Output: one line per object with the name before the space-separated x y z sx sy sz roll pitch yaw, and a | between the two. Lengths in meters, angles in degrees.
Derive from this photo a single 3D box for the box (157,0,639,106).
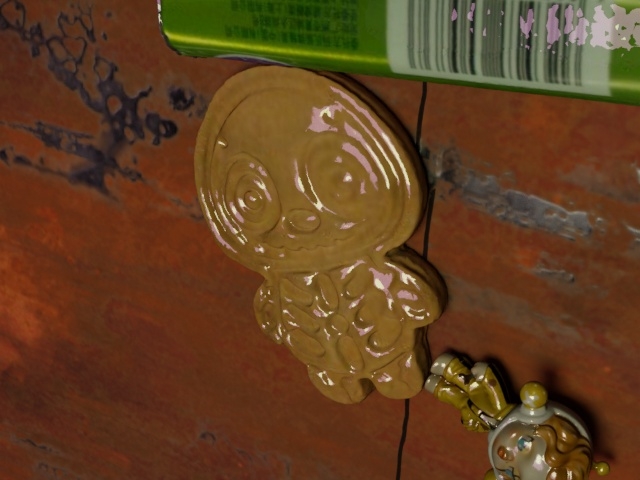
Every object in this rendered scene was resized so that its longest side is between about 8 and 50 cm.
box | 0.074 -0.146 0.727 0.345 0.134 0.097 10 113 27

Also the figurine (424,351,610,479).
figurine | 0.142 0.143 0.870 0.143 0.068 0.101 11 114 41

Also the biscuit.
biscuit | -0.001 0.000 0.902 0.202 0.044 0.289 -5 107 33
